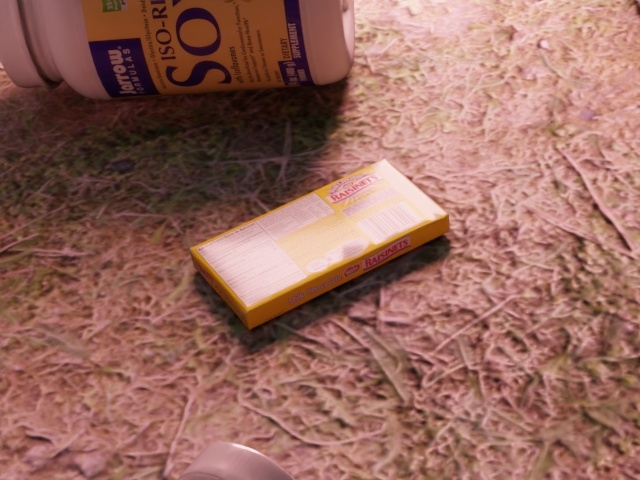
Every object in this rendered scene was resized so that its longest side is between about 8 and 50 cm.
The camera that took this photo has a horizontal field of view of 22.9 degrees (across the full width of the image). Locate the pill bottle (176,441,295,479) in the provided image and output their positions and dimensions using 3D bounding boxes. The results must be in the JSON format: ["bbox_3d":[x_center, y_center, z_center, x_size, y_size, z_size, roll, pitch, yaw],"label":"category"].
[{"bbox_3d":[-0.101,0.243,1.040,0.121,0.121,0.221,18,47,27],"label":"pill bottle"}]

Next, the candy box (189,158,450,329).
[{"bbox_3d":[0.000,0.000,1.377,0.206,0.027,0.105,-25,41,-19],"label":"candy box"}]

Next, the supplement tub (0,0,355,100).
[{"bbox_3d":[-0.140,-0.262,1.541,0.331,0.241,0.241,-4,41,6],"label":"supplement tub"}]
